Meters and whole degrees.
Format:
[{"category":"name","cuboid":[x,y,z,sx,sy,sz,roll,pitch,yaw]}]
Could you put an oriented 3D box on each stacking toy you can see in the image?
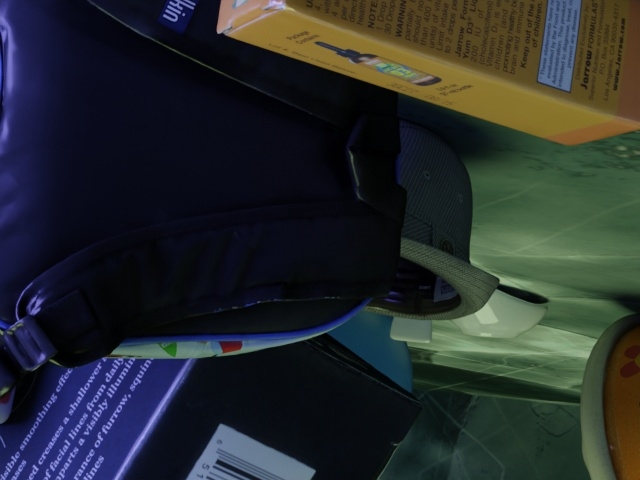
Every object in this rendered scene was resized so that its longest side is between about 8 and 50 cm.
[{"category":"stacking toy","cuboid":[0.572,0.197,1.782,0.480,0.351,0.350,-23,151,37]}]

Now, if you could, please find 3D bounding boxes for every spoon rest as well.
[{"category":"spoon rest","cuboid":[0.183,0.080,1.940,0.137,0.084,0.276,5,-177,33]}]

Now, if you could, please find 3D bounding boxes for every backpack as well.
[{"category":"backpack","cuboid":[-0.088,-0.044,0.922,0.263,0.276,0.213,6,177,-23]}]

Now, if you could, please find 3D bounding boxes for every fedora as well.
[{"category":"fedora","cuboid":[0.024,-0.030,1.239,0.275,0.124,0.243,24,163,-37]}]

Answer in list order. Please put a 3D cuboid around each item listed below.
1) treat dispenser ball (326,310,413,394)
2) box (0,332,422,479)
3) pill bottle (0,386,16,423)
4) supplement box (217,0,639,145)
[{"category":"treat dispenser ball","cuboid":[-0.022,0.182,2.056,0.288,0.288,0.288,9,171,2]},{"category":"box","cuboid":[-0.165,0.140,1.235,0.212,0.293,0.395,31,-179,-38]},{"category":"pill bottle","cuboid":[-0.276,-0.019,1.123,0.161,0.283,0.161,10,171,2]},{"category":"supplement box","cuboid":[0.068,-0.117,0.836,0.233,0.080,0.078,12,169,-26]}]
